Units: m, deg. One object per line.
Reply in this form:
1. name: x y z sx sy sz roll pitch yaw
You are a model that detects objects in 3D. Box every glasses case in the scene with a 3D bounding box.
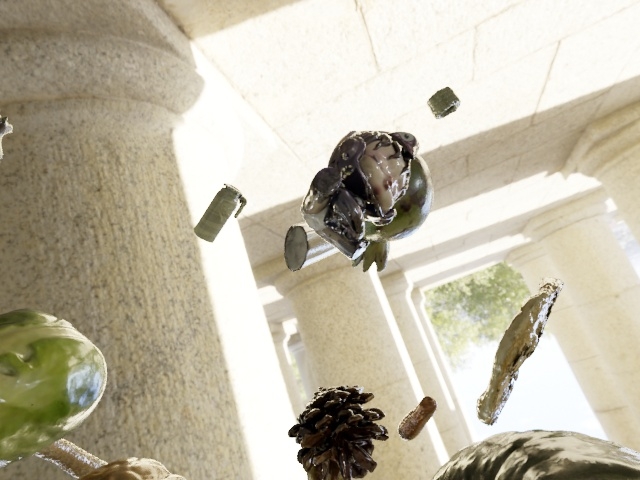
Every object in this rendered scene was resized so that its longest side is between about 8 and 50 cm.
1. glasses case: 0.000 0.000 1.106 0.060 0.114 0.299 9 -169 22

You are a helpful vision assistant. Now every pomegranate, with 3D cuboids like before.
1. pomegranate: 0.134 -0.066 0.966 0.242 0.306 0.242 11 -174 -1

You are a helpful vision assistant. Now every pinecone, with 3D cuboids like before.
1. pinecone: 0.041 0.425 0.935 0.229 0.202 0.201 -3 -161 -41

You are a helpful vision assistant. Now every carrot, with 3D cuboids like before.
1. carrot: 0.265 0.482 1.146 0.060 0.060 0.186 -7 135 -33

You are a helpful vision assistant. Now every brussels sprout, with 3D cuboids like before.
1. brussels sprout: -0.610 0.288 0.842 0.315 0.276 0.371 -32 167 -26

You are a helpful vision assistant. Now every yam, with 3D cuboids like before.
1. yam: -0.755 0.658 1.274 0.081 0.081 0.357 -18 136 -3

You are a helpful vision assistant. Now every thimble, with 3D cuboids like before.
1. thimble: 0.362 -0.401 1.234 0.110 0.062 0.084 -24 170 -48

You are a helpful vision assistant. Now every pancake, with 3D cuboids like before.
1. pancake: 0.340 0.186 0.725 0.282 0.049 0.282 -37 142 -36

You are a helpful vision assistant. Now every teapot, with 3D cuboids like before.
1. teapot: -0.328 -0.087 1.419 0.107 0.077 0.200 28 102 -35

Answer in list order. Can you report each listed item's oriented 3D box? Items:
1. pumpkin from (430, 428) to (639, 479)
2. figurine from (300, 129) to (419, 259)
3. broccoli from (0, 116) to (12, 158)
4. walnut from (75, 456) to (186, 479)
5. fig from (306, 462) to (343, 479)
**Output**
1. pumpkin: 0.148 0.276 0.276 0.300 0.207 0.300 -57 -177 5
2. figurine: 0.060 -0.086 0.626 0.222 0.145 0.145 -49 180 -33
3. broccoli: -0.839 -0.260 0.919 0.247 0.263 0.243 -21 174 -12
4. walnut: -0.352 0.535 0.718 0.277 0.252 0.313 0 -163 39
5. fig: 0.021 0.704 1.290 0.136 0.121 0.153 -32 -157 -4
